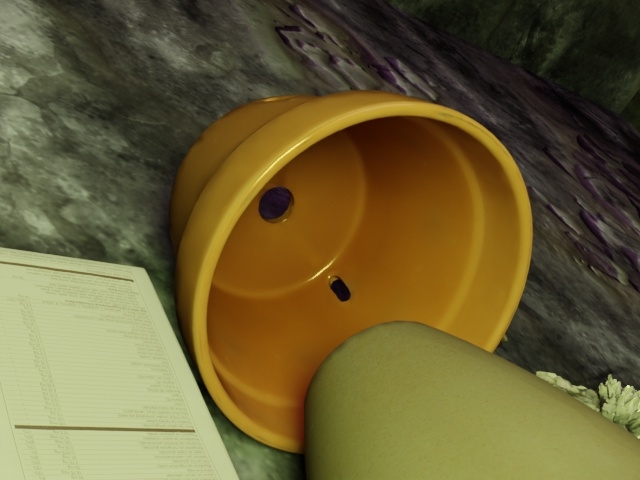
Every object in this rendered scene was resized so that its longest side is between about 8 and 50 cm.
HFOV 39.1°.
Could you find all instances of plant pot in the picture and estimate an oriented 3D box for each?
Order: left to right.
[{"bbox_3d":[0.000,0.000,0.755,0.291,0.291,0.203,16,15,-33],"label":"plant pot"},{"bbox_3d":[0.096,0.181,0.592,0.256,0.256,0.274,17,20,-32],"label":"plant pot"}]

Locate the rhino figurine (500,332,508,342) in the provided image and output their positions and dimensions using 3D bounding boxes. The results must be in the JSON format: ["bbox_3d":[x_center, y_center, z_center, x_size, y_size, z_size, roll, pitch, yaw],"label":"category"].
[{"bbox_3d":[0.131,0.105,0.903,0.073,0.106,0.243,56,13,-29],"label":"rhino figurine"}]

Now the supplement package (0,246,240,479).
[{"bbox_3d":[-0.143,0.134,0.484,0.139,0.134,0.244,11,33,-39],"label":"supplement package"}]

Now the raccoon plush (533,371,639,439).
[{"bbox_3d":[0.310,0.225,0.644,0.299,0.216,0.446,17,-2,-25],"label":"raccoon plush"}]
